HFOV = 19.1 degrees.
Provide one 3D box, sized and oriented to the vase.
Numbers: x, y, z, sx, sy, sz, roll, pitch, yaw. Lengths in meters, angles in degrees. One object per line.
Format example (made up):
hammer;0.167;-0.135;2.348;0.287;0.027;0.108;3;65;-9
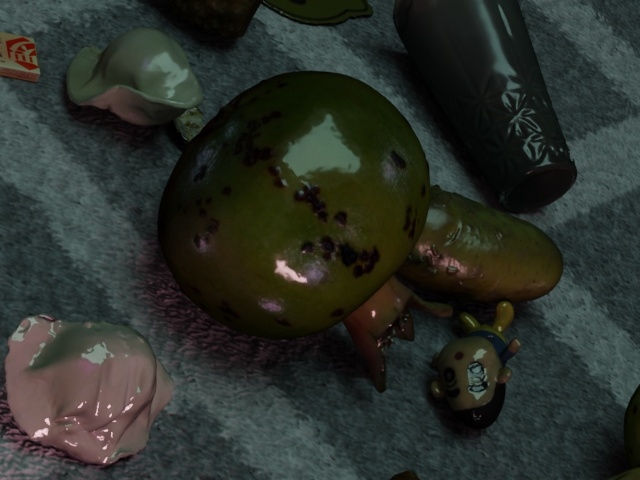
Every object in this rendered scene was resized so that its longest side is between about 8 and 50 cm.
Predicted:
vase;0.222;-0.180;2.363;0.251;0.156;0.301;27;36;-53

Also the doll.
doll;0.166;0.129;2.023;0.179;0.102;0.089;-83;150;-50

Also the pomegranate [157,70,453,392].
pomegranate;-0.004;-0.007;1.904;0.323;0.291;0.291;52;41;9

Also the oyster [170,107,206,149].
oyster;-0.147;-0.125;2.124;0.054;0.019;0.083;1;46;-37

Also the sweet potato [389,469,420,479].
sweet potato;0.073;0.295;1.800;0.065;0.051;0.218;25;38;-14

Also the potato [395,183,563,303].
potato;0.167;0.013;2.119;0.251;0.113;0.149;20;8;-34

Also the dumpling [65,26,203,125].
dumpling;-0.210;-0.176;2.073;0.134;0.100;0.169;-13;53;-24

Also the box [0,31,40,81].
box;-0.353;-0.205;2.064;0.093;0.015;0.058;8;46;-28

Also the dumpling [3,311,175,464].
dumpling;-0.208;0.138;1.737;0.188;0.108;0.127;23;60;-41

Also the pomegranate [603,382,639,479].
pomegranate;0.410;0.252;1.990;0.231;0.231;0.286;36;67;4

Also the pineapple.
pineapple;-0.179;-0.339;2.255;0.248;0.128;0.128;27;38;-2

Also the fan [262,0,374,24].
fan;-0.074;-0.381;2.459;0.335;0.011;0.229;32;38;-5
